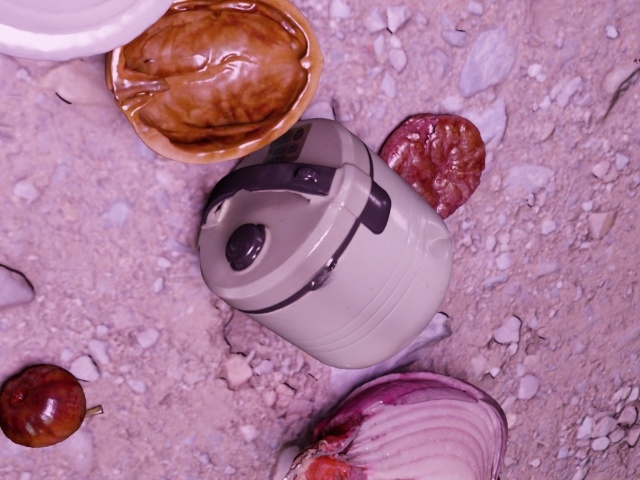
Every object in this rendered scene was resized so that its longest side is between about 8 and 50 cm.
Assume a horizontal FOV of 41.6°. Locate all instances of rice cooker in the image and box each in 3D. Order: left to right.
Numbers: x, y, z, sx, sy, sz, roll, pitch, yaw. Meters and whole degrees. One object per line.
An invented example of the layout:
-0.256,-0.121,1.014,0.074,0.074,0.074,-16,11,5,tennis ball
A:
0.000,0.000,0.869,0.244,0.226,0.226,34,95,-36,rice cooker

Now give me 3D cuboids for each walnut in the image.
-0.108,-0.163,0.810,0.211,0.087,0.167,-11,110,-25,walnut

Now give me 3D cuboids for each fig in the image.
-0.281,0.183,0.895,0.089,0.089,0.125,-44,147,-3,fig

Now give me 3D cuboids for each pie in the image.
0.130,-0.083,1.000,0.154,0.036,0.154,-11,116,-23,pie

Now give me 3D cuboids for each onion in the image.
0.066,0.271,1.055,0.349,0.159,0.267,25,88,-35,onion

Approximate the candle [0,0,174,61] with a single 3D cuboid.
-0.208,-0.234,0.581,0.221,0.342,0.221,-10,112,-26,candle
